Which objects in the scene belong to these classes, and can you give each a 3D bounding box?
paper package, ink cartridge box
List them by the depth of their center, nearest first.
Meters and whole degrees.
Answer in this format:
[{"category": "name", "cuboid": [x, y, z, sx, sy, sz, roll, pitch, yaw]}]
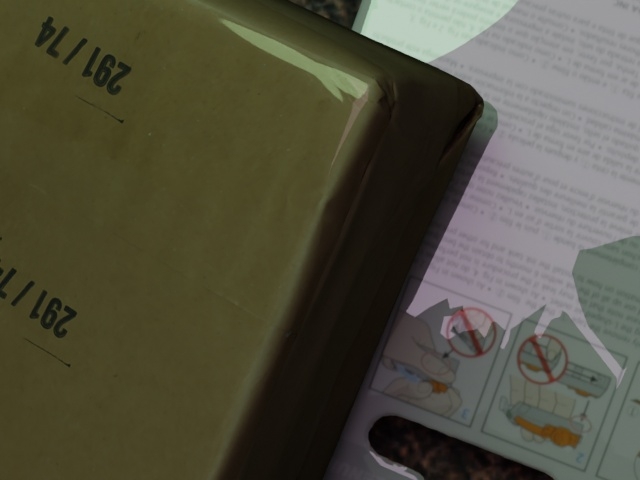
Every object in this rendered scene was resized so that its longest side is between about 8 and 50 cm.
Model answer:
[{"category": "paper package", "cuboid": [-0.120, -0.011, 1.034, 0.324, 0.168, 0.310, 26, 97, 22]}, {"category": "ink cartridge box", "cuboid": [0.141, -0.006, 1.100, 0.308, 0.091, 0.385, 21, 94, 10]}]
